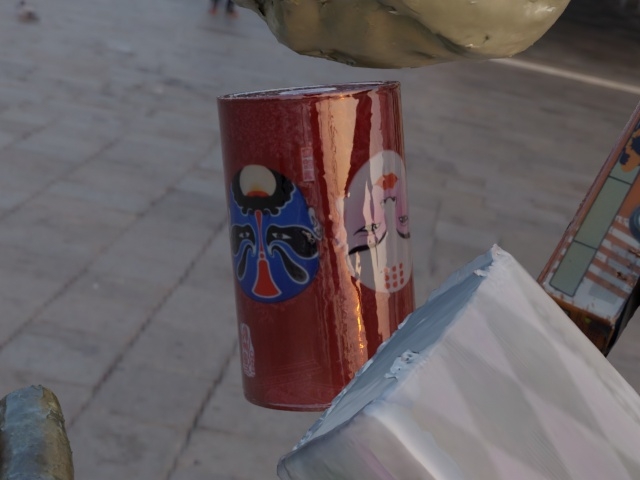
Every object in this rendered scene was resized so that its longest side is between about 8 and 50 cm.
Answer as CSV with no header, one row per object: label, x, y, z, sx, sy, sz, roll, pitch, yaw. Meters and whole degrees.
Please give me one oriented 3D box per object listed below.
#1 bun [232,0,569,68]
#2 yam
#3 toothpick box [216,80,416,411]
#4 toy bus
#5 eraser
bun,0.010,-0.266,0.808,0.326,0.362,0.234,1,30,47
yam,-0.166,0.177,0.830,0.061,0.061,0.253,6,26,-22
toothpick box,0.000,0.000,1.522,0.204,0.333,0.204,-6,9,1
toy bus,0.313,-0.063,1.280,0.092,0.093,0.408,24,58,18
eraser,0.160,0.188,0.544,0.397,0.082,0.213,48,28,1
